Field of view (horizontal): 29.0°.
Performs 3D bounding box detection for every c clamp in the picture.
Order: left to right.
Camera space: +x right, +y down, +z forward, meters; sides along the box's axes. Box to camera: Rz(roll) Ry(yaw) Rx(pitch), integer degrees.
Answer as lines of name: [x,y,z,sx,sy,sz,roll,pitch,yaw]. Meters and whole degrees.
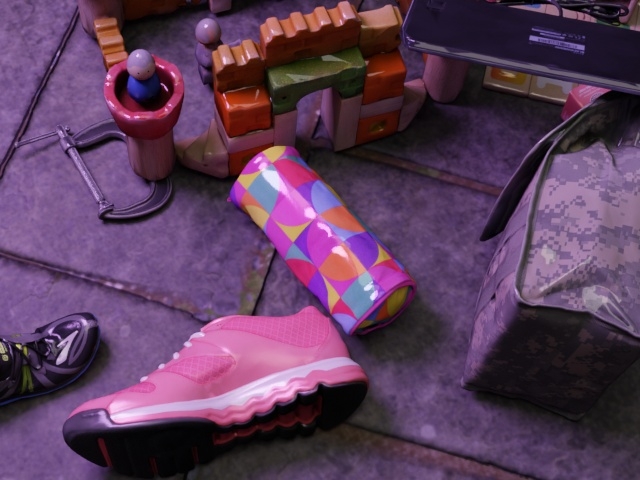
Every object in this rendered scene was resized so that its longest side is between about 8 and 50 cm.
c clamp: [-0.254,-0.081,1.437,0.137,0.022,0.160,-30,68,-23]

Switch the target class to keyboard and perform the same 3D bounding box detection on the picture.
keyboard: [0.246,-0.212,1.289,0.317,0.033,0.201,13,38,7]

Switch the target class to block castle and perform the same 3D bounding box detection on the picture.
block castle: [-0.052,-0.273,1.424,0.454,0.213,0.303,-16,65,-12]

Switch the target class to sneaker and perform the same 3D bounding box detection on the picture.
sneaker: [-0.317,0.128,1.295,0.188,0.078,0.067,-23,66,-14]
sneaker: [-0.115,0.149,1.290,0.314,0.116,0.136,-11,54,-15]

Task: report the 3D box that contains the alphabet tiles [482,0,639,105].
alphabet tiles: [0.340,-0.285,1.562,0.343,0.011,0.285,13,64,5]

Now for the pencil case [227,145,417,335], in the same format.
pencil case: [0.000,0.000,1.363,0.104,0.104,0.236,-35,67,-17]

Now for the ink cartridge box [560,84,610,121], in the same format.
ink cartridge box: [0.383,-0.106,1.436,0.115,0.067,0.198,-27,70,-10]

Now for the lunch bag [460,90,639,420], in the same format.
lunch bag: [0.259,0.003,1.286,0.169,0.235,0.287,17,62,0]

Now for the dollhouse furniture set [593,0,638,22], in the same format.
dollhouse furniture set: [0.406,-0.381,1.521,0.374,0.152,0.201,23,64,9]
